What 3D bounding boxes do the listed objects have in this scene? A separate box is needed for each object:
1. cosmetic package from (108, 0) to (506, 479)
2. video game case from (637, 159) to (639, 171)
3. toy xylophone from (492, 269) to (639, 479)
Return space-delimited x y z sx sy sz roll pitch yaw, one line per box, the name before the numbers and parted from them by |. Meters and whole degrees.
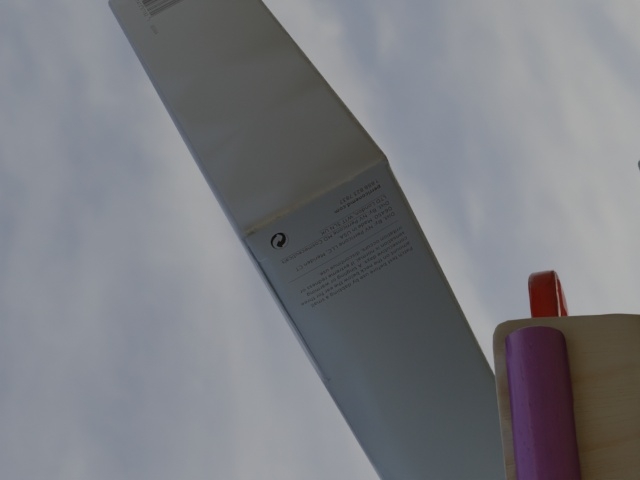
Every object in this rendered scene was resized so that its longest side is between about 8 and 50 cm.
cosmetic package | 0.000 0.000 1.142 0.284 0.097 0.377 64 176 -32
video game case | 0.312 0.035 1.337 0.193 0.023 0.212 -169 59 -80
toy xylophone | 0.151 0.169 0.787 0.322 0.081 0.236 65 -161 -48
